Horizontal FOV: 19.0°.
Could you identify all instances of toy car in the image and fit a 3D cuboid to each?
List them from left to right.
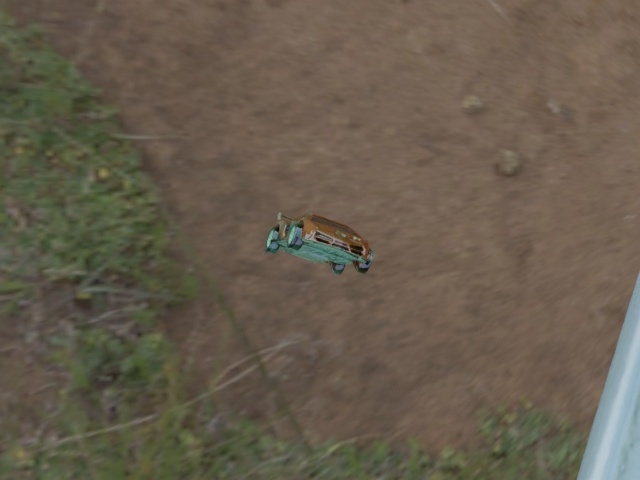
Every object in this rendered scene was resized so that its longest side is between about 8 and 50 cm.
[{"bbox_3d":[0.000,0.000,1.323,0.059,0.122,0.035,19,82,-12],"label":"toy car"}]

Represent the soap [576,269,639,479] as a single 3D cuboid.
[{"bbox_3d":[0.202,0.107,0.989,0.095,0.173,0.289,12,72,23],"label":"soap"}]
